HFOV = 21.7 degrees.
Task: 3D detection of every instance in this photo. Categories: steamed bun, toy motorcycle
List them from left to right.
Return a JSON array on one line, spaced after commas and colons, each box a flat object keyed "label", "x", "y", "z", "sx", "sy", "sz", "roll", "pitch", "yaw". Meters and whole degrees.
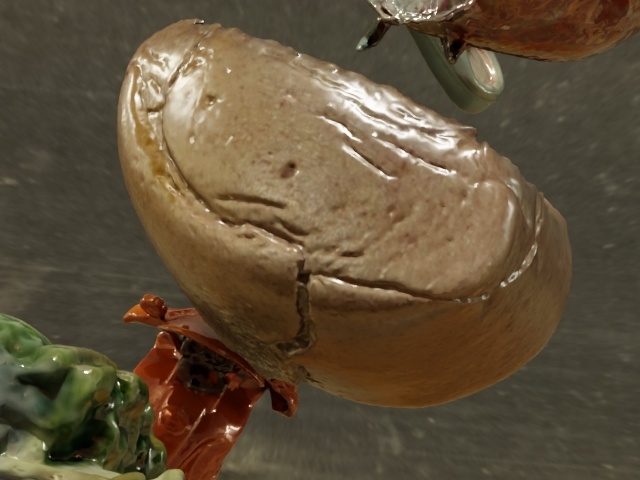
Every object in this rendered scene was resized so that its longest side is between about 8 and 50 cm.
[{"label": "toy motorcycle", "x": -0.127, "y": 0.171, "z": 1.241, "sx": 0.148, "sy": 0.221, "sz": 0.325, "roll": 29, "pitch": 56, "yaw": 1}, {"label": "steamed bun", "x": 0.000, "y": 0.000, "z": 1.123, "sx": 0.301, "sy": 0.251, "sz": 0.199, "roll": 23, "pitch": 85, "yaw": 24}]

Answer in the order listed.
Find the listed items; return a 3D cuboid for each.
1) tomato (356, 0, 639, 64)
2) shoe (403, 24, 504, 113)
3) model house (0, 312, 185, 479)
[{"label": "tomato", "x": 0.090, "y": -0.162, "z": 0.748, "sx": 0.155, "sy": 0.214, "sz": 0.180, "roll": 12, "pitch": 111, "yaw": -36}, {"label": "shoe", "x": 0.087, "y": -0.187, "z": 1.201, "sx": 0.078, "sy": 0.079, "sz": 0.195, "roll": -27, "pitch": 96, "yaw": 26}, {"label": "model house", "x": -0.096, "y": 0.187, "z": 0.828, "sx": 0.266, "sy": 0.321, "sz": 0.261, "roll": 10, "pitch": 99, "yaw": 22}]
